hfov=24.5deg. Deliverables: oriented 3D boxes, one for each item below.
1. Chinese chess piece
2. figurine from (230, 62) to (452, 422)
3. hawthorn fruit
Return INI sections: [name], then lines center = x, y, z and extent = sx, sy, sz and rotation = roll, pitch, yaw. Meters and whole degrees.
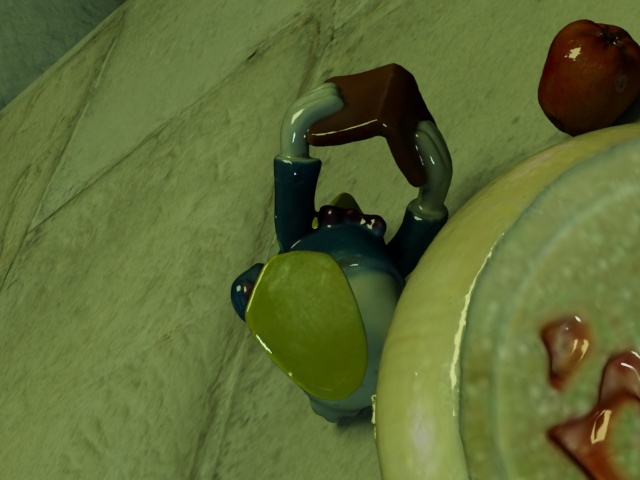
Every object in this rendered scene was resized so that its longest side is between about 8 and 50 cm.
[Chinese chess piece]
center = 0.157, 0.081, 0.655
extent = 0.270, 0.270, 0.112
rotation = -58, 5, -19
[figurine]
center = 0.000, 0.000, 1.173
extent = 0.338, 0.204, 0.284
rotation = 156, 122, -68
[hawthorn fruit]
center = 0.205, -0.119, 1.133
extent = 0.081, 0.081, 0.093
rotation = -82, 10, -52
